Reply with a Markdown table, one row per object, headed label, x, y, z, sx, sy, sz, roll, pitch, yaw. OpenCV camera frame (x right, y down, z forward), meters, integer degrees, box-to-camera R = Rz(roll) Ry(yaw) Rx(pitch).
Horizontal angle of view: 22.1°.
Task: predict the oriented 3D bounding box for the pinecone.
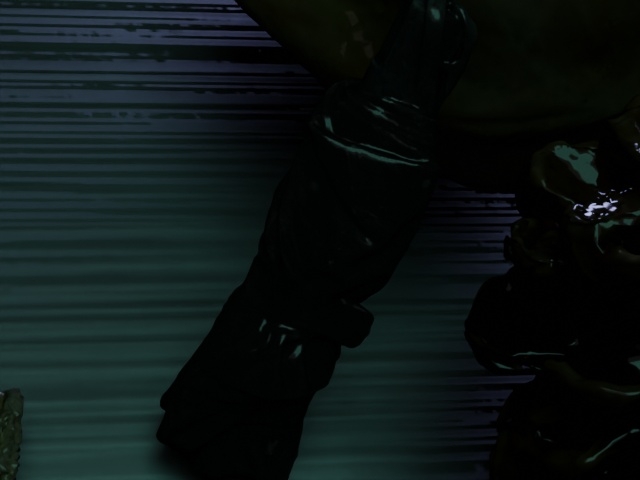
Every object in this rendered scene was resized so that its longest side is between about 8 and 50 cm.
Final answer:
| label | x | y | z | sx | sy | sz | roll | pitch | yaw |
| --- | --- | --- | --- | --- | --- | --- | --- | --- | --- |
| pinecone | 0.173 | 0.044 | 0.696 | 0.257 | 0.243 | 0.243 | 47 | 56 | -22 |

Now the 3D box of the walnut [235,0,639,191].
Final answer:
| label | x | y | z | sx | sy | sz | roll | pitch | yaw |
| --- | --- | --- | --- | --- | --- | --- | --- | --- | --- |
| walnut | 0.070 | -0.160 | 0.794 | 0.283 | 0.227 | 0.283 | 8 | 48 | -10 |

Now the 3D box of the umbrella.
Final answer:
| label | x | y | z | sx | sy | sz | roll | pitch | yaw |
| --- | --- | --- | --- | --- | --- | --- | --- | --- | --- |
| umbrella | 0.000 | 0.000 | 0.697 | 0.066 | 0.235 | 0.059 | 19 | 23 | -17 |

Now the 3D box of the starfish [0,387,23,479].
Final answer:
| label | x | y | z | sx | sy | sz | roll | pitch | yaw |
| --- | --- | --- | --- | --- | --- | --- | --- | --- | --- |
| starfish | -0.201 | 0.151 | 0.658 | 0.227 | 0.043 | 0.240 | 23 | 57 | 0 |
